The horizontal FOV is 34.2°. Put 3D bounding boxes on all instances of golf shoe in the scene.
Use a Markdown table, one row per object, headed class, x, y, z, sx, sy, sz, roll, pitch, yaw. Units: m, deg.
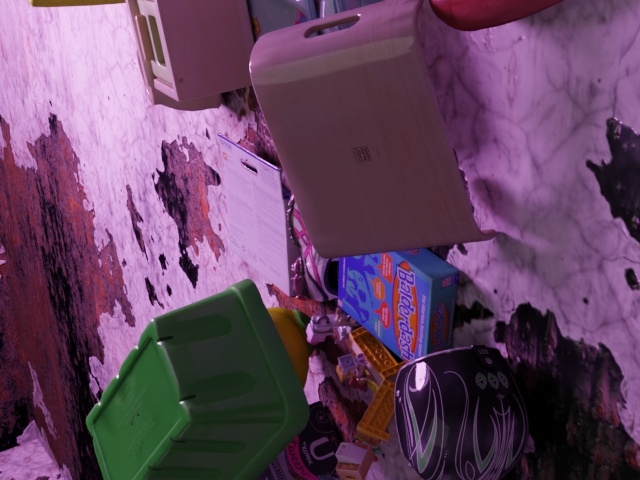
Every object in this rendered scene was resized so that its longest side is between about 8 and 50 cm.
| class | x | y | z | sx | sy | sz | roll | pitch | yaw |
| --- | --- | --- | --- | --- | --- | --- | --- | --- | --- |
| golf shoe | 0.000 | 0.000 | 1.564 | 0.086 | 0.067 | 0.186 | 1 | 104 | 27 |

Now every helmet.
| class | x | y | z | sx | sy | sz | roll | pitch | yaw |
| --- | --- | --- | --- | --- | --- | --- | --- | --- | --- |
| helmet | 0.174 | 0.222 | 1.266 | 0.169 | 0.169 | 0.161 | 134 | 131 | -58 |

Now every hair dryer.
| class | x | y | z | sx | sy | sz | roll | pitch | yaw |
| --- | --- | --- | --- | --- | --- | --- | --- | --- | --- |
| hair dryer | 0.161 | -0.325 | 1.067 | 0.293 | 0.080 | 0.223 | 53 | 146 | 30 |

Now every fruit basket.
| class | x | y | z | sx | sy | sz | roll | pitch | yaw |
| --- | --- | --- | --- | --- | --- | --- | --- | --- | --- |
| fruit basket | -0.130 | 0.234 | 1.581 | 0.283 | 0.392 | 0.392 | 64 | 151 | 28 |

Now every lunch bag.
| class | x | y | z | sx | sy | sz | roll | pitch | yaw |
| --- | --- | --- | --- | --- | --- | --- | --- | --- | --- |
| lunch bag | 0.005 | -0.265 | 1.343 | 0.224 | 0.108 | 0.279 | -2 | 104 | 61 |

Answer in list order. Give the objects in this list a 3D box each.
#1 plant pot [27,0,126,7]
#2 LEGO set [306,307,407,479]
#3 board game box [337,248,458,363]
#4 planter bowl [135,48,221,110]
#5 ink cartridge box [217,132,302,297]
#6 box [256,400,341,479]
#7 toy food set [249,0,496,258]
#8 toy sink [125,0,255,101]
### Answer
| class | x | y | z | sx | sy | sz | roll | pitch | yaw |
| --- | --- | --- | --- | --- | --- | --- | --- | --- | --- |
| plant pot | -0.429 | -0.564 | 1.831 | 0.227 | 0.228 | 0.207 | 58 | 143 | 25 |
| LEGO set | 0.063 | 0.235 | 1.497 | 0.107 | 0.132 | 0.287 | 97 | 166 | -47 |
| board game box | 0.101 | 0.067 | 1.425 | 0.210 | 0.047 | 0.160 | 37 | 135 | 46 |
| planter bowl | -0.241 | -0.285 | 1.725 | 0.162 | 0.109 | 0.162 | 162 | 90 | -77 |
| ink cartridge box | -0.092 | -0.049 | 1.695 | 0.223 | 0.045 | 0.224 | 35 | 136 | 52 |
| box | -0.031 | 0.421 | 1.758 | 0.247 | 0.142 | 0.163 | 65 | 149 | 12 |
| toy food set | 0.065 | -0.120 | 1.229 | 0.220 | 0.092 | 0.306 | -7 | 115 | 31 |
| toy sink | -0.191 | -0.296 | 1.474 | 0.234 | 0.131 | 0.152 | -142 | 39 | -63 |
